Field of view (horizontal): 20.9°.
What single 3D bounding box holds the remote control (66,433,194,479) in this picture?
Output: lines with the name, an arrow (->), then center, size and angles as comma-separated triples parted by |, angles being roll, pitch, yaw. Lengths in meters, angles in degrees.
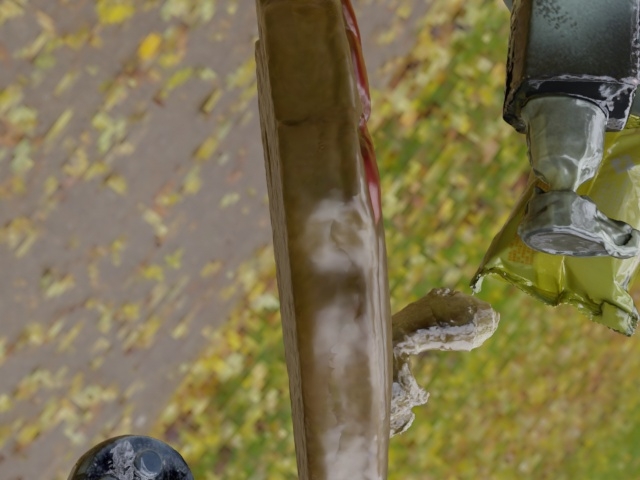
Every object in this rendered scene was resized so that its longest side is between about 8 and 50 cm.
remote control -> -0.127, 0.242, 0.983 | 0.066, 0.090, 0.266 | 138, -35, -58

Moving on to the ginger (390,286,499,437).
ginger -> 0.083, 0.125, 1.737 | 0.214, 0.133, 0.059 | -13, 166, -13

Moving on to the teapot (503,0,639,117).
teapot -> 0.333, -0.259, 1.166 | 0.362, 0.376, 0.305 | -50, 168, -24

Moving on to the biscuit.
biscuit -> 0.000, 0.000, 1.097 | 0.381, 0.074, 0.359 | -94, -177, -45

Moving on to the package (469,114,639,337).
package -> 0.237, -0.029, 1.545 | 0.226, 0.168, 0.090 | -63, 154, -18

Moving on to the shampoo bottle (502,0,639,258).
shampoo bottle -> 0.112, -0.092, 0.741 | 0.057, 0.063, 0.208 | 74, 21, -68
